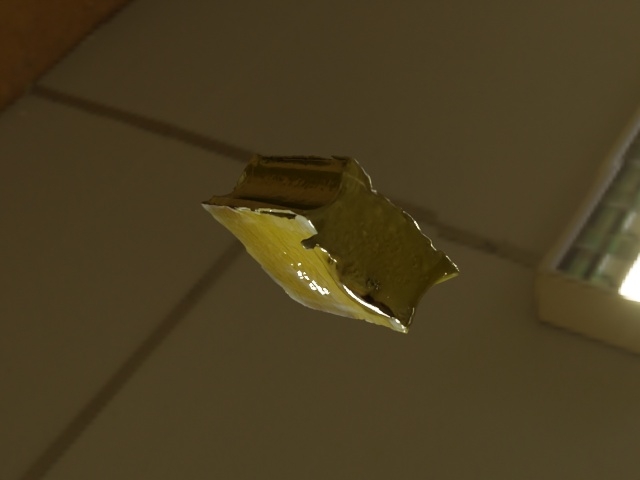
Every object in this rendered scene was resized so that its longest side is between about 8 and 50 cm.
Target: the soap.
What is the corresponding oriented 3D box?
[{"bbox_3d":[0.001,-0.001,1.041,0.076,0.135,0.233,-47,-160,-11],"label":"soap"}]
